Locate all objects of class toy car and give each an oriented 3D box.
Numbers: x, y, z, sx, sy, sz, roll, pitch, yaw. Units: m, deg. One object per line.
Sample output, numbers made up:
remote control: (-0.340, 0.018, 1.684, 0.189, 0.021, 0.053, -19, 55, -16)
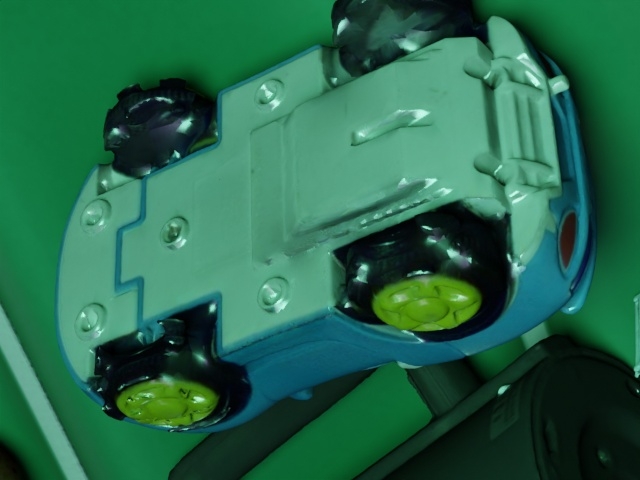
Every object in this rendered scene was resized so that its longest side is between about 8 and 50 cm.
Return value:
toy car: (0.000, 0.000, 0.917, 0.314, 0.198, 0.166, -23, 141, 27)

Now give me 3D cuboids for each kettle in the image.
kettle: (0.058, 0.201, 0.991, 0.262, 0.203, 0.308, 45, 123, -13)

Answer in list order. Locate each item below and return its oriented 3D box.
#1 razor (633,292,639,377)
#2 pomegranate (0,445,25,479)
razor: (0.226, 0.087, 0.971, 0.040, 0.068, 0.135, -26, 121, 28)
pomegranate: (-0.259, 0.177, 1.118, 0.159, 0.129, 0.129, 23, 136, 56)
